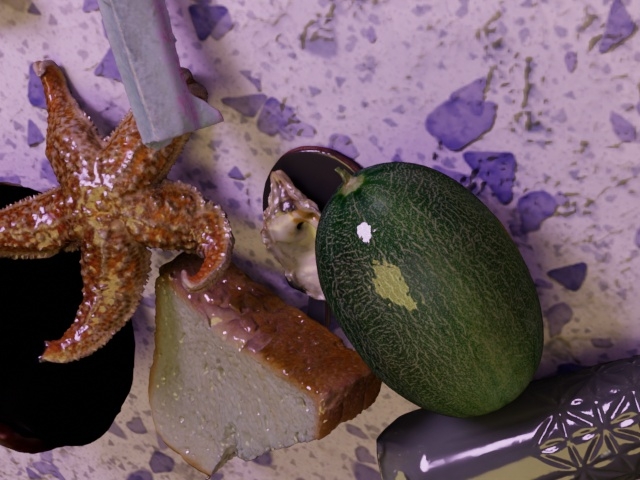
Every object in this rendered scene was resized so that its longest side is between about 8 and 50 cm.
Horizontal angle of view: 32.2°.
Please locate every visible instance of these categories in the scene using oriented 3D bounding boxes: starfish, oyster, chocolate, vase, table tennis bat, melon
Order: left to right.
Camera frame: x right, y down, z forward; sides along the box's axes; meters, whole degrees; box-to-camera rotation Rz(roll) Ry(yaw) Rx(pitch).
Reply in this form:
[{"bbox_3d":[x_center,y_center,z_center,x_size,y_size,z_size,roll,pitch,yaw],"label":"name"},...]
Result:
[{"bbox_3d":[-0.384,0.087,1.282,0.210,0.225,0.340,-9,119,46],"label":"chocolate"},{"bbox_3d":[-0.236,-0.043,1.127,0.303,0.113,0.312,-17,89,5],"label":"starfish"},{"bbox_3d":[-0.011,0.012,1.123,0.146,0.045,0.121,29,126,-1],"label":"oyster"},{"bbox_3d":[0.000,0.000,1.152,0.130,0.019,0.220,15,127,18],"label":"table tennis bat"},{"bbox_3d":[0.096,0.040,1.024,0.182,0.182,0.288,-16,121,34],"label":"melon"},{"bbox_3d":[0.241,0.205,1.106,0.301,0.156,0.251,-27,137,30],"label":"vase"}]

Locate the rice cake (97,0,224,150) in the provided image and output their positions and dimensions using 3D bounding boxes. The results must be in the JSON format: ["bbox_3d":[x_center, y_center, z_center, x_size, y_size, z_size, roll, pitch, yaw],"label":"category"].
[{"bbox_3d":[-0.165,-0.227,1.018,0.051,0.081,0.290,-154,47,-69],"label":"rice cake"}]

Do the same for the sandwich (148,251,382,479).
[{"bbox_3d":[-0.069,0.169,1.197,0.288,0.099,0.254,31,128,35],"label":"sandwich"}]
